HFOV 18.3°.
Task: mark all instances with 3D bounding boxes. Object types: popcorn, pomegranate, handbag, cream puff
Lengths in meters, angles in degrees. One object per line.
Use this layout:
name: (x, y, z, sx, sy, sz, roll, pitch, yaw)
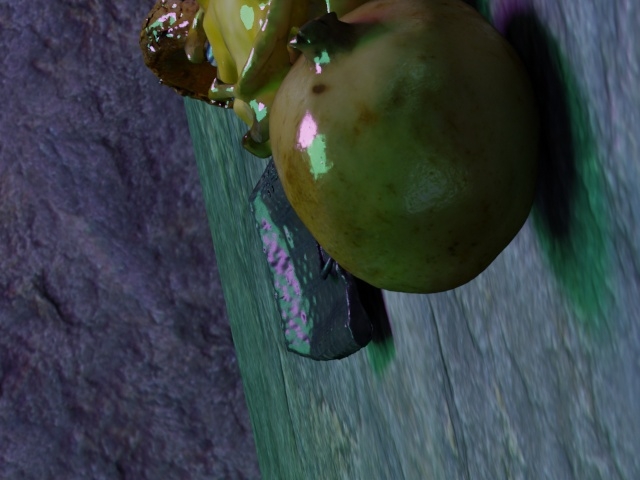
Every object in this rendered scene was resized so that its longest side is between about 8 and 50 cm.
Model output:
popcorn: (-0.006, -0.175, 1.409, 0.250, 0.190, 0.250, 173, 90, -87)
pomegranate: (0.047, -0.070, 1.228, 0.196, 0.196, 0.196, 168, 90, -82)
handbag: (0.000, 0.000, 2.022, 0.175, 0.089, 0.270, 120, 137, -67)
cream puff: (-0.095, -0.249, 2.103, 0.183, 0.183, 0.169, 101, -179, -70)

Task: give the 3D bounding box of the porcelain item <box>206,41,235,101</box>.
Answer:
porcelain item: (-0.025, -0.196, 1.704, 0.186, 0.138, 0.288, -126, 22, -45)
